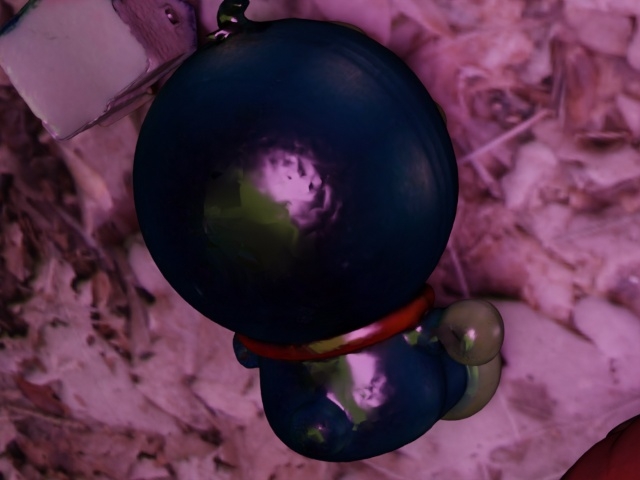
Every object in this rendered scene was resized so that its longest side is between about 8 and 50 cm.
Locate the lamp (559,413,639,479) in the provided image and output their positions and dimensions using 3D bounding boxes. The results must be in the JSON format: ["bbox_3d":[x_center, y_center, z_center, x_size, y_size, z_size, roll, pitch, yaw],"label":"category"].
[{"bbox_3d":[0.260,0.206,0.971,0.303,0.257,0.303,-2,143,-2],"label":"lamp"}]

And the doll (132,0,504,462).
[{"bbox_3d":[-0.001,0.000,1.061,0.198,0.186,0.322,-13,109,31],"label":"doll"}]

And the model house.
[{"bbox_3d":[-0.137,-0.131,1.121,0.100,0.100,0.088,-33,92,32],"label":"model house"}]
